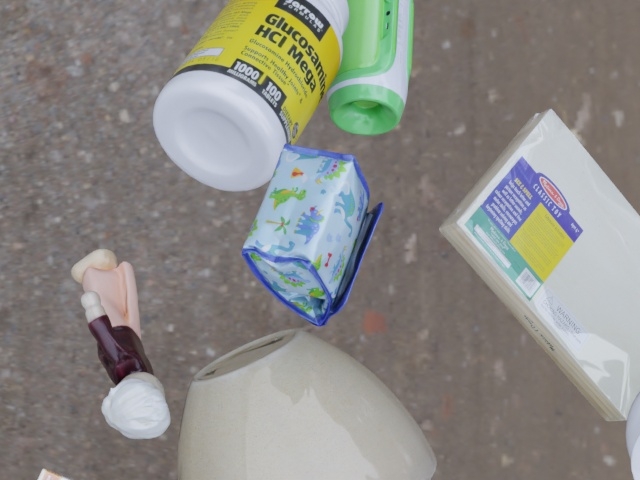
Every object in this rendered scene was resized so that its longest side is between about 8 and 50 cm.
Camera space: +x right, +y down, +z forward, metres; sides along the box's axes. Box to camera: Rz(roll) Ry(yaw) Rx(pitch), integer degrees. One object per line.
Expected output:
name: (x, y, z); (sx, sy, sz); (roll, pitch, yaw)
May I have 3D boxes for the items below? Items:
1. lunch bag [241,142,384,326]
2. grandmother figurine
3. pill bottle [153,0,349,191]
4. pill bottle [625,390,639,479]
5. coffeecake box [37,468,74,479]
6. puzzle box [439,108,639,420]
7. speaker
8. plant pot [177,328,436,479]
lunch bag: (0.000, 0.000, 1.133); (0.151, 0.096, 0.129); (63, 44, -58)
grandmother figurine: (-0.289, 0.152, 1.673); (0.104, 0.342, 0.208); (-33, 132, 4)
pill bottle: (-0.081, -0.240, 1.602); (0.188, 0.188, 0.334); (51, 45, -25)
pill bottle: (0.465, 0.205, 1.323); (0.323, 0.181, 0.182); (-22, 102, -57)
coffeecake box: (-0.290, 0.374, 1.536); (0.185, 0.142, 0.068); (23, 75, 2)
puzzle box: (0.391, 0.036, 1.742); (0.409, 0.052, 0.272); (49, 63, -11)
speaker: (0.079, -0.320, 1.822); (0.131, 0.131, 0.297); (25, 57, -35)
plant pot: (-0.042, 0.208, 1.245); (0.284, 0.284, 0.191); (-28, 97, -36)
